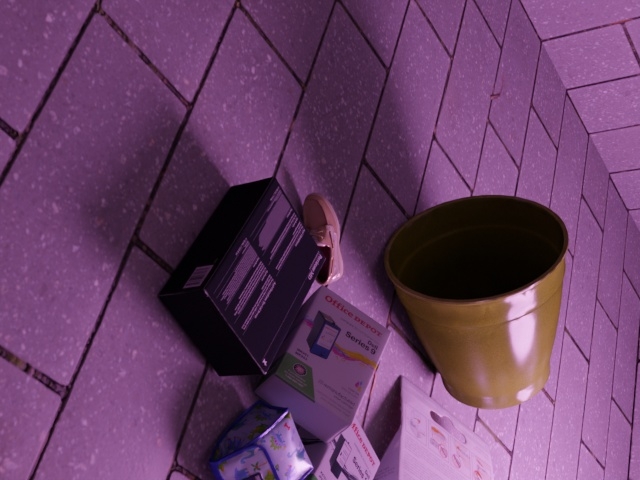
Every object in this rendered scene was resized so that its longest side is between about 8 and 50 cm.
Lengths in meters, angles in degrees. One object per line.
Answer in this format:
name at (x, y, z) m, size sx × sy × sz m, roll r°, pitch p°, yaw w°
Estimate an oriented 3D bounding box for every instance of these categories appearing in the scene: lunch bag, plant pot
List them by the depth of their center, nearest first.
lunch bag at (-0.098, 0.346, 1.423) m, size 0.151 × 0.096 × 0.129 m, roll -37°, pitch 118°, yaw -36°
plant pot at (0.343, 0.151, 1.913) m, size 0.366 × 0.366 × 0.353 m, roll -54°, pitch 139°, yaw -45°

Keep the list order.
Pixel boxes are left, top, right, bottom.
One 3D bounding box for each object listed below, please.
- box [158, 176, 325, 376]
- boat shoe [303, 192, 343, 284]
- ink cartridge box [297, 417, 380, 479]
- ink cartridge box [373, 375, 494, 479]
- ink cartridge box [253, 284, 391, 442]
box at (-0.114, 0.056, 1.439) m, size 0.184 × 0.103 × 0.261 m, roll 57°, pitch 42°, yaw -28°
boat shoe at (0.000, 0.000, 1.650) m, size 0.059 × 0.063 × 0.170 m, roll -34°, pitch 113°, yaw -59°
ink cartridge box at (0.007, 0.404, 1.561) m, size 0.153 × 0.087 × 0.208 m, roll 63°, pitch 38°, yaw -27°
ink cartridge box at (0.225, 0.507, 1.832) m, size 0.308 × 0.091 × 0.385 m, roll 40°, pitch 34°, yaw -25°
ink cartridge box at (0.008, 0.205, 1.545) m, size 0.154 × 0.093 × 0.212 m, roll 36°, pitch 46°, yaw -6°
